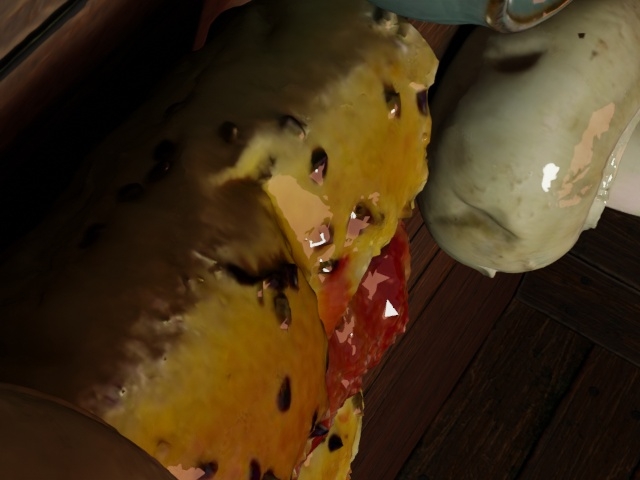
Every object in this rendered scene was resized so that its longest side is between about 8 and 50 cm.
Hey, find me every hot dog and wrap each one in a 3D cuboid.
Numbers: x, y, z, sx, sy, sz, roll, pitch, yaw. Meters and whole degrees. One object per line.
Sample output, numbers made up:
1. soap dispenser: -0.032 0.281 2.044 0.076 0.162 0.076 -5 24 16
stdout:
1. hot dog: -0.093 0.101 0.917 0.365 0.196 0.367 -45 159 -44

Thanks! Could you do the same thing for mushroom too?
1. mushroom: 0.241 -0.123 1.809 0.356 0.315 0.315 -18 152 -21

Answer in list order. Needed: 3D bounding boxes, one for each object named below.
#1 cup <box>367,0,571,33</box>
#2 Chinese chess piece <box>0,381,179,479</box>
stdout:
1. cup: 0.057 -0.168 0.831 0.199 0.150 0.199 -35 159 -16
2. Chinese chess piece: -0.148 0.178 0.669 0.270 0.112 0.270 -15 130 -18
